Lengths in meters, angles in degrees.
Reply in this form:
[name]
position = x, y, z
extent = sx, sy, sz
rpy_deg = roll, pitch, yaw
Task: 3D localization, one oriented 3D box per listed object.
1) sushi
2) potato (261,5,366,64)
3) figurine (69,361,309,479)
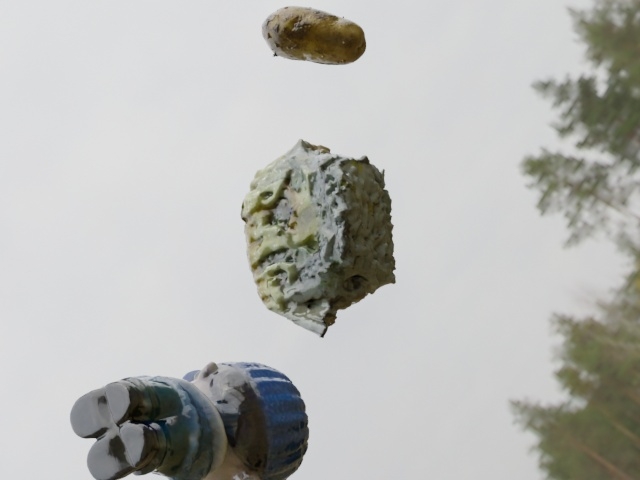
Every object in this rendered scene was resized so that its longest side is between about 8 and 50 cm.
[sushi]
position = 0.000, 0.000, 1.730
extent = 0.139, 0.184, 0.274
rpy_deg = 7, -107, -52
[potato]
position = -0.005, -0.159, 1.017
extent = 0.051, 0.083, 0.040
rpy_deg = 102, 176, -84
[figurine]
position = -0.057, 0.087, 0.641
extent = 0.079, 0.077, 0.136
rpy_deg = -30, -21, 10
